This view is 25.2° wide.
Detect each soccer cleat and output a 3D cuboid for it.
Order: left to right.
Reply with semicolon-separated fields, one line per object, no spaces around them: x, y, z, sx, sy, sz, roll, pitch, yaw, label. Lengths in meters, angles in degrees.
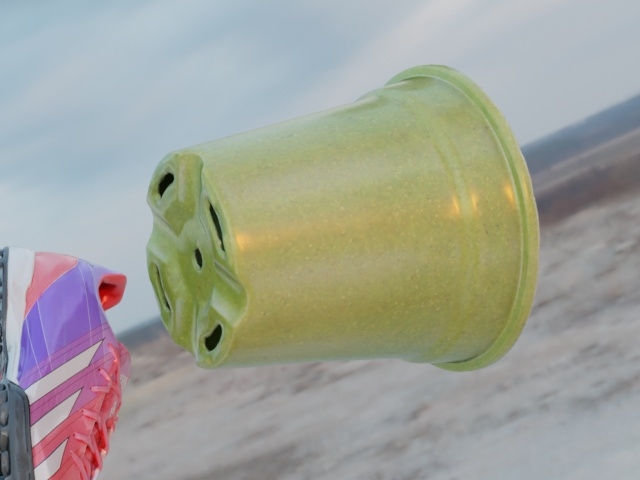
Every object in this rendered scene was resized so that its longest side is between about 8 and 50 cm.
-0.199;0.128;1.119;0.116;0.318;0.108;5;-49;-18;soccer cleat

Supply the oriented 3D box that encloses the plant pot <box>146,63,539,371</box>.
0.000;0.000;1.208;0.254;0.276;0.276;-10;-7;-29;plant pot
